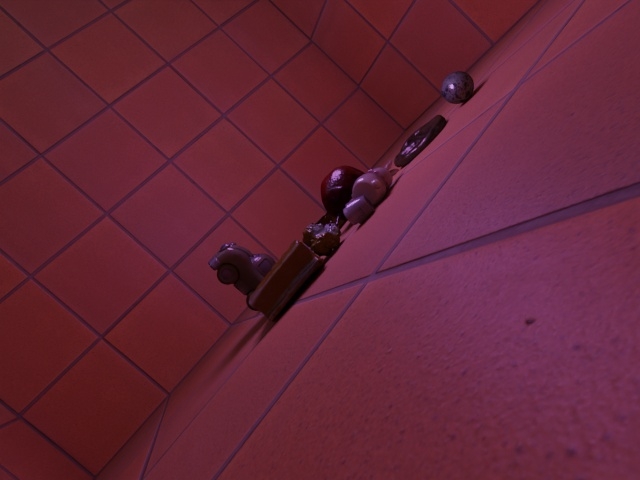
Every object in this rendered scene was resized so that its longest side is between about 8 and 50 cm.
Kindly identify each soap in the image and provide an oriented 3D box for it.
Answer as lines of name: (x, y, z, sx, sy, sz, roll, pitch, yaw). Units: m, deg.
soap: (-0.122, 0.142, 1.468, 0.281, 0.143, 0.259, -53, 2, -4)

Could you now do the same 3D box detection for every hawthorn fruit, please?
hawthorn fruit: (0.100, -0.176, 1.727, 0.211, 0.230, 0.265, 3, 65, 38)

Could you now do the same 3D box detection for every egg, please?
egg: (0.589, -0.652, 1.716, 0.132, 0.132, 0.172, -45, 16, 29)

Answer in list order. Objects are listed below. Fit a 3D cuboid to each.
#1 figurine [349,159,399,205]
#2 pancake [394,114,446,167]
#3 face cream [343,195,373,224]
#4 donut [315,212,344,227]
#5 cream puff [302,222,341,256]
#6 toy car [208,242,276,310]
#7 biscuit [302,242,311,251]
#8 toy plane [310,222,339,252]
figurine: (0.216, -0.221, 1.576, 0.235, 0.127, 0.155, -44, -10, -49)
pancake: (0.440, -0.446, 1.769, 0.294, 0.049, 0.294, -45, 10, 11)
face cream: (0.139, -0.111, 1.464, 0.095, 0.091, 0.091, -37, 7, 21)
donut: (0.043, -0.075, 2.083, 0.272, 0.107, 0.272, -46, -1, -1)
cream puff: (0.000, 0.001, 1.533, 0.156, 0.156, 0.121, -54, -28, -58)
toy car: (-0.275, 0.130, 1.693, 0.226, 0.336, 0.242, -46, 4, -1)
biscuit: (-0.208, 0.175, 2.191, 0.446, 0.104, 0.429, -42, 7, 46)
toy plane: (0.019, -0.007, 1.782, 0.174, 0.080, 0.174, -43, 23, 24)
